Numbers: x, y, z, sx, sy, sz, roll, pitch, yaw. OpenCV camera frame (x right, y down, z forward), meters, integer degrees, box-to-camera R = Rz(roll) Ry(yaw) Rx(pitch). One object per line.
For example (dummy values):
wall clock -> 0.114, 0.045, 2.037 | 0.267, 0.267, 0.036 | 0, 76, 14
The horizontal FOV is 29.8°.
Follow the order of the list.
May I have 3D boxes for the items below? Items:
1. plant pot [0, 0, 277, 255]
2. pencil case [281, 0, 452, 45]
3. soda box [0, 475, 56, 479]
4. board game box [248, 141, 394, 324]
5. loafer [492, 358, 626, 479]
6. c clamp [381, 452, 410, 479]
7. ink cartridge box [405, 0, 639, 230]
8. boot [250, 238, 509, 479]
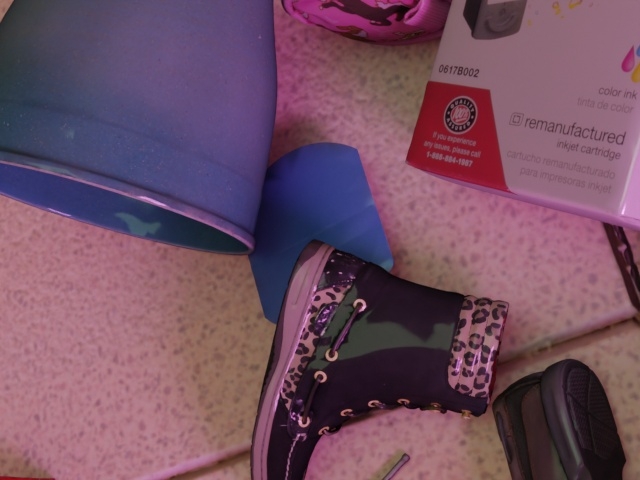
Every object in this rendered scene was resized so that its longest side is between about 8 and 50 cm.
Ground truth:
plant pot -> -0.156, -0.147, 1.028 | 0.271, 0.271, 0.255 | 10, 81, 26
pencil case -> 0.070, -0.361, 1.049 | 0.160, 0.167, 0.386 | 12, 81, -12
soda box -> -0.331, 0.247, 1.019 | 0.083, 0.263, 0.092 | -16, 71, 20
board game box -> 0.000, 0.000, 1.062 | 0.133, 0.033, 0.169 | -27, 66, 23
loafer -> 0.191, 0.227, 0.901 | 0.084, 0.096, 0.268 | -26, 60, 38
c clamp -> 0.067, 0.277, 0.970 | 0.137, 0.022, 0.161 | -44, 64, 8
ink cartridge box -> 0.214, -0.170, 0.893 | 0.226, 0.131, 0.306 | 18, 96, 51
boot -> 0.045, 0.131, 0.977 | 0.178, 0.085, 0.236 | 14, 103, 10
